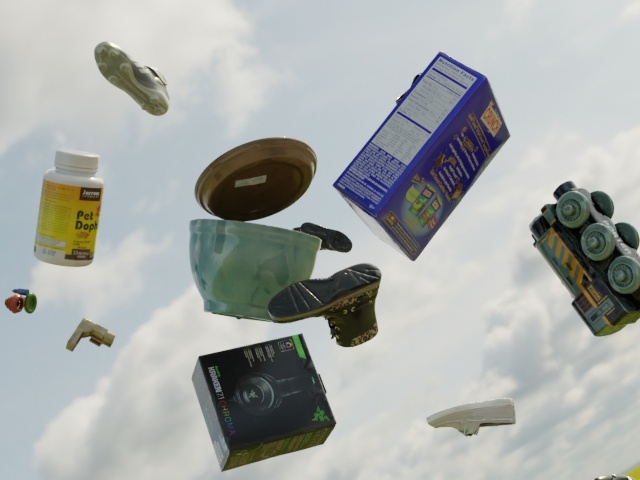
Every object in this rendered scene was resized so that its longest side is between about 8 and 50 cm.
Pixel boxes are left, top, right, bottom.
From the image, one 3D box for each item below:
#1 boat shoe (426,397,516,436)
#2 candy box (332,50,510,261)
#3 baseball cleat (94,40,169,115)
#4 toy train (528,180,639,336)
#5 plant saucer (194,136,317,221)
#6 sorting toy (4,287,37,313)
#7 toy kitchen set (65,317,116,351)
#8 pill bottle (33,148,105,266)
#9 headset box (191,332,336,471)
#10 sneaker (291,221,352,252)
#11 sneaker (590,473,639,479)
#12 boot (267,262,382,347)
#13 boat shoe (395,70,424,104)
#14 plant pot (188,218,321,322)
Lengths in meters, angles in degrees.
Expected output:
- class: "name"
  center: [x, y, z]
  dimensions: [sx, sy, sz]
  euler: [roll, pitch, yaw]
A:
- class: "boat shoe"
  center: [0.311, 0.368, 2.257]
  dimensions: [0.184, 0.063, 0.066]
  euler: [-7, -20, -12]
- class: "candy box"
  center: [0.195, -0.150, 2.035]
  dimensions: [0.317, 0.122, 0.268]
  euler: [-51, -27, -3]
- class: "baseball cleat"
  center: [-0.391, -0.347, 2.291]
  dimensions: [0.072, 0.109, 0.206]
  euler: [-26, -55, 20]
- class: "toy train"
  center: [0.563, 0.038, 2.279]
  dimensions: [0.142, 0.334, 0.190]
  euler: [-4, -38, -45]
- class: "plant saucer"
  center: [-0.134, -0.122, 2.378]
  dimensions: [0.278, 0.041, 0.278]
  euler: [-16, -29, -9]
- class: "sorting toy"
  center: [-0.726, 0.145, 2.658]
  dimensions: [0.042, 0.061, 0.102]
  euler: [6, -1, 18]
- class: "toy kitchen set"
  center: [-0.515, 0.233, 2.463]
  dimensions: [0.075, 0.083, 0.068]
  euler: [-62, 2, -39]
- class: "pill bottle"
  center: [-0.479, -0.063, 2.113]
  dimensions: [0.117, 0.117, 0.214]
  euler: [-3, -75, -57]
- class: "headset box"
  center: [-0.126, 0.372, 2.566]
  dimensions: [0.283, 0.246, 0.131]
  euler: [-10, -28, -22]
- class: "sneaker"
  center: [-0.001, 0.002, 2.809]
  dimensions: [0.089, 0.170, 0.051]
  euler: [100, -166, -60]
- class: "sneaker"
  center: [0.410, 0.381, 1.472]
  dimensions: [0.341, 0.125, 0.140]
  euler: [7, -24, -38]
- class: "boot"
  center: [0.015, 0.154, 2.197]
  dimensions: [0.237, 0.085, 0.178]
  euler: [-20, -44, -14]
- class: "boat shoe"
  center: [0.242, -0.348, 2.513]
  dimensions: [0.073, 0.073, 0.207]
  euler: [-18, 25, 47]
- class: "plant pot"
  center: [-0.156, 0.075, 2.404]
  dimensions: [0.293, 0.196, 0.293]
  euler: [8, -6, 1]
